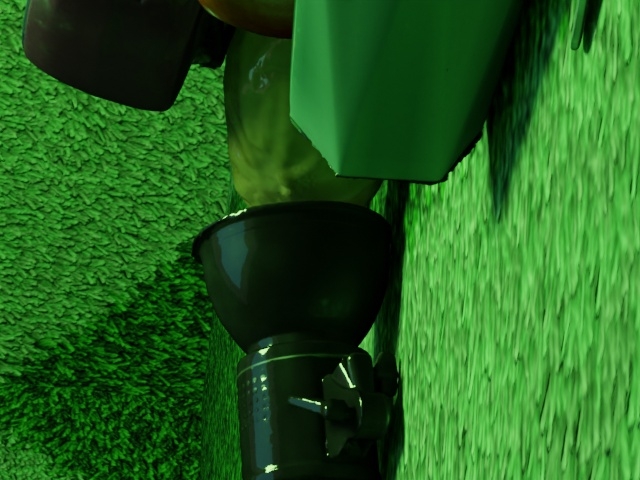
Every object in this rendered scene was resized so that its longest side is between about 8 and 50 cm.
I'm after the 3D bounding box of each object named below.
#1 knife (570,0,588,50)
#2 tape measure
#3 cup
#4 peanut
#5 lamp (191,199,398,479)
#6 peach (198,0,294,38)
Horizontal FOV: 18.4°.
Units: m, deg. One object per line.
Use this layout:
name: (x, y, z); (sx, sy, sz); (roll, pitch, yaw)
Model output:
knife: (0.122, -0.200, 0.818); (0.063, 0.035, 0.260); (-85, 1, -50)
tape measure: (-0.118, -0.216, 1.420); (0.245, 0.149, 0.231); (117, 172, -67)
cup: (0.053, -0.146, 1.024); (0.134, 0.148, 0.235); (-47, -26, -38)
peanut: (0.006, -0.157, 1.417); (0.147, 0.147, 0.319); (-106, 26, -75)
lamp: (-0.007, 0.100, 1.394); (0.172, 0.147, 0.227); (-36, 53, 51)
peach: (-0.005, -0.248, 1.210); (0.199, 0.243, 0.243); (1, -85, -77)
